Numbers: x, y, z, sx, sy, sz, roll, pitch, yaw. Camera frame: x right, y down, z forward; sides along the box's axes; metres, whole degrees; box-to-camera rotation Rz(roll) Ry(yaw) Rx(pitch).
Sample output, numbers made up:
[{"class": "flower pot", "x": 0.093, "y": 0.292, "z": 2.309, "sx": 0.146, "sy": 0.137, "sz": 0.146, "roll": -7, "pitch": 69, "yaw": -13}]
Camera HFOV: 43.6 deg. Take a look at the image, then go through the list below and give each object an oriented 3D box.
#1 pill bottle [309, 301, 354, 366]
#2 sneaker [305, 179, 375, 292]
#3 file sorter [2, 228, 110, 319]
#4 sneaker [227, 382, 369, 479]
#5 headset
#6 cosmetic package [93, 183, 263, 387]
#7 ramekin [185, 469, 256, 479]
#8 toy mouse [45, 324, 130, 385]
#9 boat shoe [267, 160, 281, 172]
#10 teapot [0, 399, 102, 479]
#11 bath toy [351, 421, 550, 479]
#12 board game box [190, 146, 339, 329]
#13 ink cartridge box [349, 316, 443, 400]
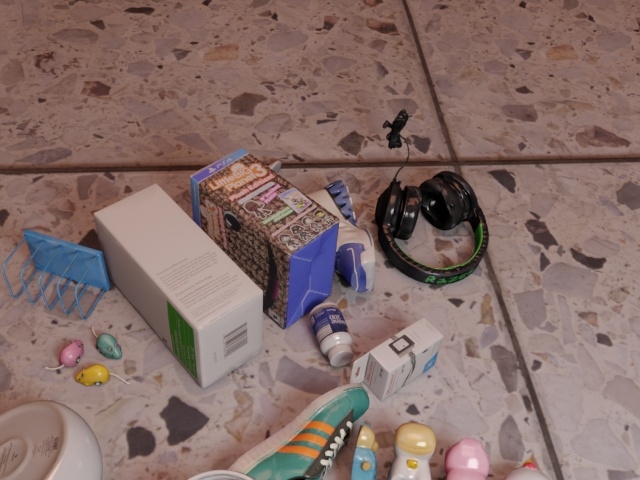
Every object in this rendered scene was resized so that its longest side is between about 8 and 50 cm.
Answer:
[{"class": "pill bottle", "x": 0.024, "y": 0.187, "z": 1.583, "sx": 0.067, "sy": 0.067, "sz": 0.120, "roll": -10, "pitch": 49, "yaw": -15}, {"class": "sneaker", "x": 0.000, "y": -0.001, "z": 1.734, "sx": 0.182, "sy": 0.128, "sz": 0.316, "roll": -11, "pitch": 42, "yaw": -11}, {"class": "file sorter", "x": -0.529, "y": 0.073, "z": 1.605, "sx": 0.170, "sy": 0.118, "sz": 0.105, "roll": 15, "pitch": 51, "yaw": 9}, {"class": "sneaker", "x": -0.015, "y": 0.371, "z": 1.384, "sx": 0.302, "sy": 0.108, "sz": 0.121, "roll": -34, "pitch": 58, "yaw": -22}, {"class": "headset", "x": 0.233, "y": -0.096, "z": 1.791, "sx": 0.243, "sy": 0.185, "sz": 0.394, "roll": -11, "pitch": 60, "yaw": -16}, {"class": "cosmetic package", "x": -0.277, "y": 0.081, "z": 1.567, "sx": 0.155, "sy": 0.197, "sz": 0.365, "roll": -31, "pitch": 55, "yaw": -29}, {"class": "ramekin", "x": -0.146, "y": 0.464, "z": 1.233, "sx": 0.207, "sy": 0.109, "sz": 0.207, "roll": -3, "pitch": 70, "yaw": 9}, {"class": "toy mouse", "x": -0.443, "y": 0.212, "z": 1.538, "sx": 0.160, "sy": 0.031, "sz": 0.143, "roll": -1, "pitch": 47, "yaw": -6}, {"class": "boat shoe", "x": -0.134, "y": -0.164, "z": 1.925, "sx": 0.035, "sy": 0.035, "sz": 0.100, "roll": 31, "pitch": 58, "yaw": 18}, {"class": "teapot", "x": -0.443, "y": 0.390, "z": 1.268, "sx": 0.252, "sy": 0.187, "sz": 0.256, "roll": 15, "pitch": 55, "yaw": 39}, {"class": "bath toy", "x": 0.229, "y": 0.399, "z": 1.370, "sx": 0.348, "sy": 0.152, "sz": 0.129, "roll": 12, "pitch": 11, "yaw": 5}, {"class": "board game box", "x": -0.118, "y": -0.006, "z": 1.639, "sx": 0.291, "sy": 0.232, "sz": 0.141, "roll": 37, "pitch": 54, "yaw": 27}, {"class": "ink cartridge box", "x": 0.143, "y": 0.235, "z": 1.524, "sx": 0.180, "sy": 0.104, "sz": 0.060, "roll": -28, "pitch": 56, "yaw": -28}]
